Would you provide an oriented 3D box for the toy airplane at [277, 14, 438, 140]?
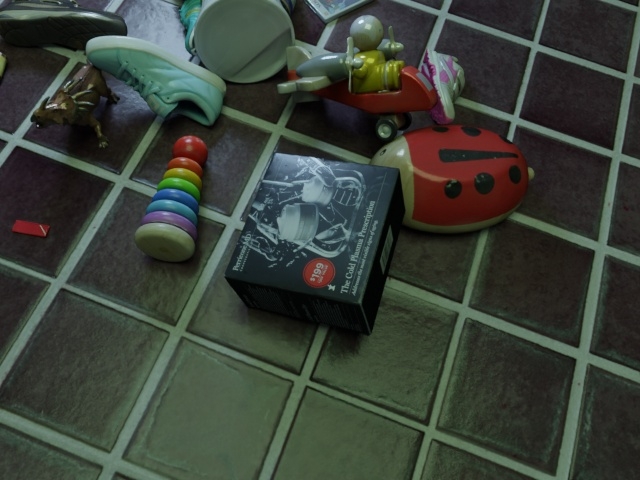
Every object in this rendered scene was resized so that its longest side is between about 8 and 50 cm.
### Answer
[{"bbox_3d":[0.078,-0.450,1.509,0.383,0.273,0.386,0,33,-21],"label":"toy airplane"}]

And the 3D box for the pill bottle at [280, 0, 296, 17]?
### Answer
[{"bbox_3d":[-0.132,-0.715,1.710,0.122,0.123,0.219,11,51,0],"label":"pill bottle"}]

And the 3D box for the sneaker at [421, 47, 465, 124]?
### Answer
[{"bbox_3d":[0.361,-0.442,1.650,0.111,0.103,0.253,-1,66,-4],"label":"sneaker"}]

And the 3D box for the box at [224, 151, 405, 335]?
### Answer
[{"bbox_3d":[0.000,0.000,1.327,0.312,0.179,0.344,9,63,18],"label":"box"}]

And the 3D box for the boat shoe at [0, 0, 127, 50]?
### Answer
[{"bbox_3d":[-0.719,-0.625,1.618,0.354,0.132,0.130,2,65,-6],"label":"boat shoe"}]

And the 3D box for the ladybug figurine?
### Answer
[{"bbox_3d":[0.340,-0.176,1.491,0.448,0.162,0.305,-5,65,-8],"label":"ladybug figurine"}]

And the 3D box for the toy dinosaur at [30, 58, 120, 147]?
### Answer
[{"bbox_3d":[-0.602,-0.374,1.473,0.127,0.200,0.296,8,64,-1],"label":"toy dinosaur"}]

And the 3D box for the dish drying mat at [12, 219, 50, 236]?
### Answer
[{"bbox_3d":[-0.702,-0.029,1.409,0.083,0.008,0.032,11,66,-1],"label":"dish drying mat"}]

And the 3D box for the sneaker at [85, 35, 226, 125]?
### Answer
[{"bbox_3d":[-0.420,-0.399,1.491,0.365,0.135,0.150,14,66,-23],"label":"sneaker"}]

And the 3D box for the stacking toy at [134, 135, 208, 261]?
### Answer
[{"bbox_3d":[-0.344,-0.118,1.430,0.141,0.141,0.331,9,58,-1],"label":"stacking toy"}]

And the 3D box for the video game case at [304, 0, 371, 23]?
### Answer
[{"bbox_3d":[0.042,-0.784,1.822,0.201,0.023,0.183,-32,72,-18],"label":"video game case"}]

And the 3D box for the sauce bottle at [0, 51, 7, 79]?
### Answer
[{"bbox_3d":[-0.883,-0.449,1.569,0.042,0.042,0.128,4,66,-4],"label":"sauce bottle"}]

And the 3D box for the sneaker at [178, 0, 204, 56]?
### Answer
[{"bbox_3d":[-0.357,-0.639,1.692,0.109,0.107,0.276,-4,59,13],"label":"sneaker"}]

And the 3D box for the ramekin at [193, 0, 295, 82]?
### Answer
[{"bbox_3d":[-0.208,-0.574,1.578,0.272,0.273,0.127,-5,53,-8],"label":"ramekin"}]
